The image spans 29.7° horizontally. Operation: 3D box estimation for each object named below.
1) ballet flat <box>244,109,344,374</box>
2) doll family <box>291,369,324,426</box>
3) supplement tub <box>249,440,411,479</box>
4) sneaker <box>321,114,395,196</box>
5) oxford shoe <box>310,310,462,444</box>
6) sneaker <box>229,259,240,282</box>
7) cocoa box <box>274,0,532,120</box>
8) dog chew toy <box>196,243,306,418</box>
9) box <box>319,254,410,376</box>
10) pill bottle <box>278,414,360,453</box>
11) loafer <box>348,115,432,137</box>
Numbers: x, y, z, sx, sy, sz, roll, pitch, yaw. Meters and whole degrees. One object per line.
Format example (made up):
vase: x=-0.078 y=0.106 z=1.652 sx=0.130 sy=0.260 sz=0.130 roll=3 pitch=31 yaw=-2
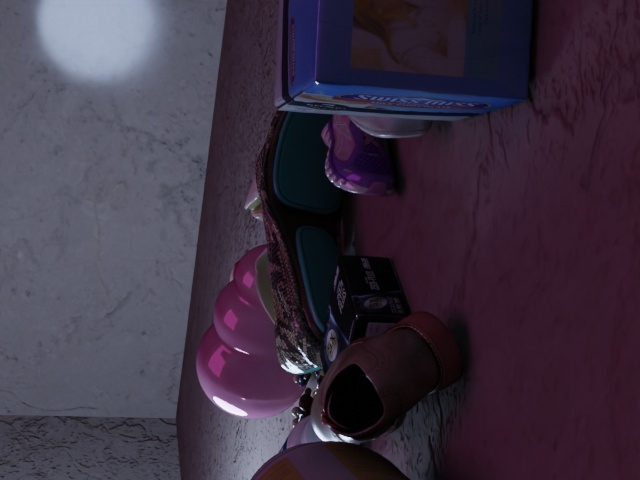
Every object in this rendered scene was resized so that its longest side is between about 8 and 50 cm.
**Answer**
ballet flat: x=-0.045 y=-0.012 z=1.924 sx=0.182 sy=0.164 sz=0.482 roll=-34 pitch=51 yaw=43
doll family: x=-0.002 y=0.211 z=1.939 sx=0.111 sy=0.076 sz=0.193 roll=106 pitch=165 yaw=-62
supplement tub: x=0.027 y=0.363 z=1.372 sx=0.331 sy=0.241 sz=0.241 roll=-168 pitch=81 yaw=-78
sneaker: x=0.059 y=-0.147 z=1.715 sx=0.236 sy=0.095 sz=0.104 roll=-105 pitch=29 yaw=-57
oxford shoe: x=0.040 y=0.187 z=1.474 sx=0.123 sy=0.130 sz=0.348 roll=57 pitch=150 yaw=12
sneaker: x=-0.127 y=0.114 z=2.557 sx=0.128 sy=0.087 sz=0.221 roll=-57 pitch=43 yaw=50
cocoa box: x=0.086 y=-0.313 z=1.283 sx=0.228 sy=0.232 sz=0.347 roll=-179 pitch=92 yaw=-77
dog chew toy: x=-0.103 y=0.149 z=2.108 sx=0.206 sy=0.207 sz=0.331 roll=-106 pitch=25 yaw=-56
box: x=0.058 y=0.134 z=1.664 sx=0.147 sy=0.078 sz=0.180 roll=-105 pitch=21 yaw=-56
pill bottle: x=-0.002 y=0.323 z=1.813 sx=0.186 sy=0.112 sz=0.112 roll=115 pitch=155 yaw=-59
loafer: x=0.081 y=-0.226 z=1.570 sx=0.319 sy=0.112 sz=0.111 roll=-108 pitch=16 yaw=-60
